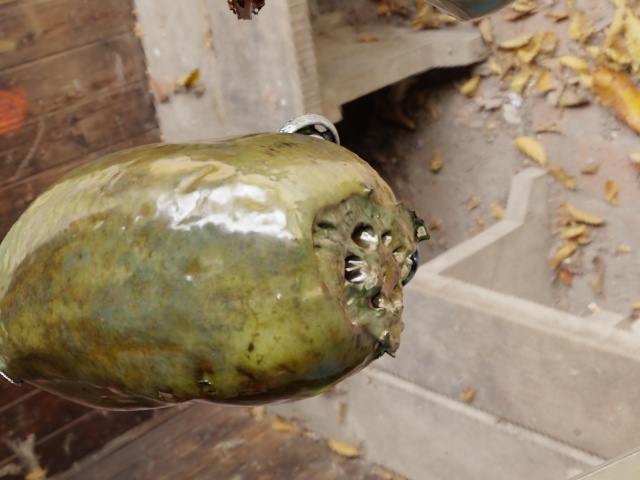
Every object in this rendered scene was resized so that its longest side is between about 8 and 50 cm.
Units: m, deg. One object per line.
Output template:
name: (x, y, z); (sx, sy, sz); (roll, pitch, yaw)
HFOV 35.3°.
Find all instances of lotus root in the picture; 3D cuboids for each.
lotus root: (-0.080, 0.019, 0.559); (0.275, 0.160, 0.151); (-12, 89, 38)

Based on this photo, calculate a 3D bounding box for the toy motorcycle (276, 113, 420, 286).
toy motorcycle: (0.000, 0.000, 1.336); (0.340, 0.223, 0.108); (47, 177, -40)

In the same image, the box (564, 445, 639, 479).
box: (0.125, 0.257, 0.603); (0.047, 0.325, 0.180); (107, 141, -71)

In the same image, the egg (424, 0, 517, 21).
egg: (0.192, -0.370, 1.152); (0.176, 0.176, 0.231); (26, 88, 39)

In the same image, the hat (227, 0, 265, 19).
hat: (-0.080, -0.409, 1.349); (0.107, 0.237, 0.286); (53, 149, 23)
